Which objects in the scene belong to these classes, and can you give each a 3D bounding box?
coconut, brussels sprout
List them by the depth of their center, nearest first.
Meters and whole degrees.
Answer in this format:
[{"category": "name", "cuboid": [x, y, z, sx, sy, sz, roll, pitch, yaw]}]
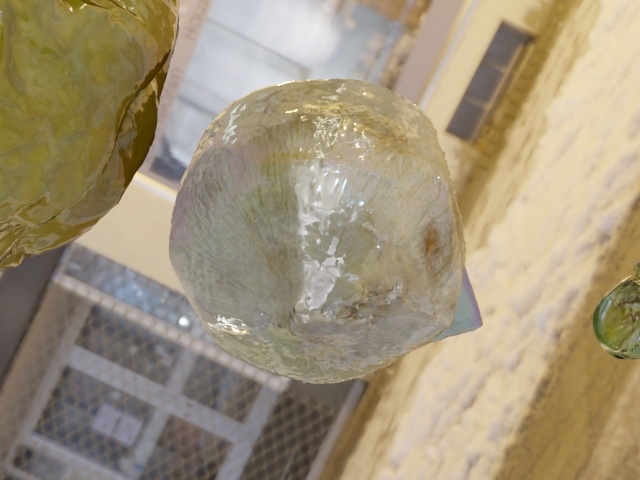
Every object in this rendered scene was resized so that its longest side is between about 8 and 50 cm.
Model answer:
[{"category": "brussels sprout", "cuboid": [0.193, 0.037, 0.641, 0.051, 0.046, 0.083, -51, -7, -36]}, {"category": "coconut", "cuboid": [0.000, -0.003, 0.667, 0.194, 0.194, 0.194, -64, 4, 8]}]

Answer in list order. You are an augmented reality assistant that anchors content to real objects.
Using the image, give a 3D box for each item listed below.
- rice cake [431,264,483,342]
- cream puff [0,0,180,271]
[{"category": "rice cake", "cuboid": [0.081, -0.018, 0.987, 0.042, 0.080, 0.221, -36, 69, 61]}, {"category": "cream puff", "cuboid": [-0.154, -0.128, 0.459, 0.270, 0.274, 0.323, -31, 18, 4]}]
